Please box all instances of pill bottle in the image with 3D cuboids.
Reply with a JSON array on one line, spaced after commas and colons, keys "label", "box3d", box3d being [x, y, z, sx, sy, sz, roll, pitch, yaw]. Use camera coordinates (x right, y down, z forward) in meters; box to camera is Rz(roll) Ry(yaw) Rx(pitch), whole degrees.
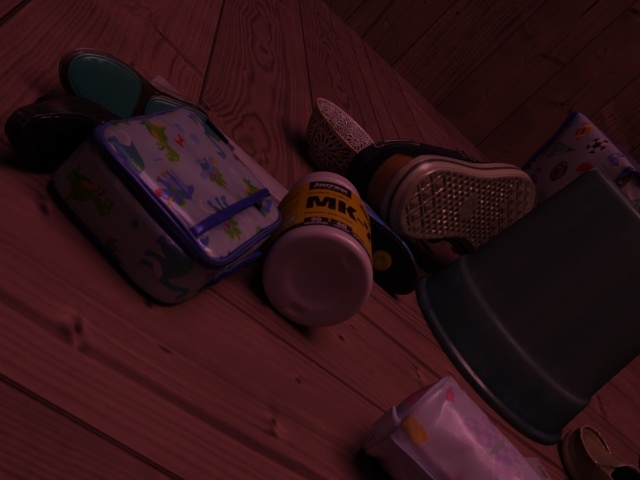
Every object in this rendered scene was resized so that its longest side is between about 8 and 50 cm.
[{"label": "pill bottle", "box3d": [0.000, 0.000, 0.900, 0.119, 0.119, 0.208, 41, 20, -16]}]

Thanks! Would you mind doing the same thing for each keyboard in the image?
[{"label": "keyboard", "box3d": [-0.131, -0.128, 1.046, 0.256, 0.014, 0.072, 42, 15, -13]}]

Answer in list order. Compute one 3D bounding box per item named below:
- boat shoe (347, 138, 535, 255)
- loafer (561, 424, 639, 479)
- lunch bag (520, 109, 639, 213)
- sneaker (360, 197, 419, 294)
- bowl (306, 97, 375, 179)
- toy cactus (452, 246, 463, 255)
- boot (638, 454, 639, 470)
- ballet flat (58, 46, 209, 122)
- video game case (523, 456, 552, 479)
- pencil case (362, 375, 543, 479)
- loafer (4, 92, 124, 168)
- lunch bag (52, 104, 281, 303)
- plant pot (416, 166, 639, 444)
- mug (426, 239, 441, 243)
[{"label": "boat shoe", "box3d": [0.227, -0.075, 1.341, 0.156, 0.186, 0.500, 35, 17, 36]}, {"label": "loafer", "box3d": [0.427, 0.356, 1.122, 0.102, 0.092, 0.268, 43, 20, -12]}, {"label": "lunch bag", "box3d": [0.563, -0.041, 1.747, 0.239, 0.385, 0.328, 34, 22, -20]}, {"label": "sneaker", "box3d": [0.073, -0.010, 1.148, 0.209, 0.069, 0.082, 46, 15, -1]}, {"label": "bowl", "box3d": [0.030, -0.158, 1.331, 0.170, 0.080, 0.170, 41, 20, -18]}, {"label": "toy cactus", "box3d": [0.324, -0.031, 1.689, 0.219, 0.112, 0.180, 19, 22, -38]}, {"label": "boot", "box3d": [0.515, 0.447, 1.024, 0.445, 0.146, 0.367, 11, 48, -55]}, {"label": "ballet flat", "box3d": [-0.215, -0.157, 0.867, 0.068, 0.072, 0.213, 26, 3, 38]}, {"label": "video game case", "box3d": [0.275, 0.351, 0.923, 0.183, 0.023, 0.201, 21, 32, -51]}, {"label": "pencil case", "box3d": [0.160, 0.261, 0.727, 0.273, 0.113, 0.124, 51, 39, 12]}, {"label": "loafer", "box3d": [-0.241, -0.106, 0.708, 0.061, 0.062, 0.170, 39, 9, 5]}, {"label": "lunch bag", "box3d": [-0.134, -0.038, 0.747, 0.176, 0.090, 0.219, 50, 20, 1]}, {"label": "plant pot", "box3d": [0.390, 0.084, 1.220, 0.341, 0.334, 0.341, 41, 19, -18]}, {"label": "mug", "box3d": [0.198, -0.082, 1.503, 0.158, 0.097, 0.129, 44, 19, -5]}]
